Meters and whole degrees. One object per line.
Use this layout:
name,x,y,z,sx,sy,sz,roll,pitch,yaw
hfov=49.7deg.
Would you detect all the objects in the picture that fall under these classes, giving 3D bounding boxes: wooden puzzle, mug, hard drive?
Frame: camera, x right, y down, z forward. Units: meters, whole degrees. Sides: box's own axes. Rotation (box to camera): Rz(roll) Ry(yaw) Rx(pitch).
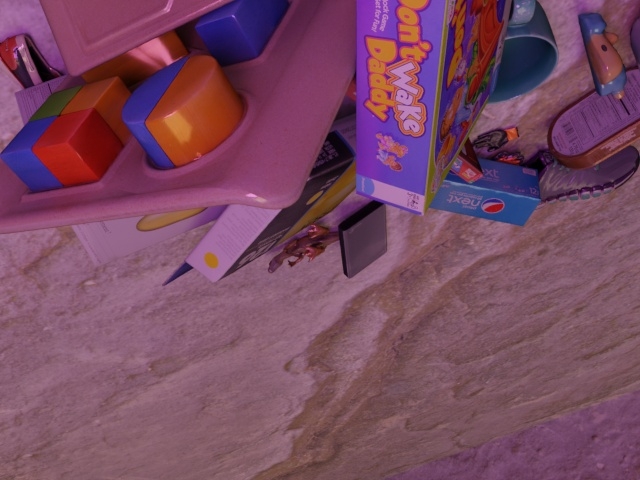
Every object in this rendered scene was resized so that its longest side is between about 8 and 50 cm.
wooden puzzle,-0.142,-0.151,0.652,0.347,0.322,0.080,-1,137,27
mug,0.228,-0.255,0.856,0.129,0.097,0.157,10,149,-33
wooden puzzle,-0.173,-0.295,0.633,0.238,0.221,0.044,-21,-178,17
hard drive,0.075,-0.003,1.210,0.094,0.022,0.135,-35,145,-20

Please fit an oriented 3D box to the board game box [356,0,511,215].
board game box,0.115,-0.226,0.638,0.078,0.233,0.347,20,144,19

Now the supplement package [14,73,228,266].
supplement package,-0.233,-0.106,0.866,0.203,0.149,0.194,-23,148,-10

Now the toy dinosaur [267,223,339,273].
toy dinosaur,0.000,0.000,1.224,0.211,0.064,0.112,-17,177,0

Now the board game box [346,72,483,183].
board game box,0.108,-0.186,0.892,0.027,0.145,0.281,-33,140,30

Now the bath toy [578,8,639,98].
bath toy,0.512,-0.298,0.871,0.348,0.151,0.129,-20,109,12

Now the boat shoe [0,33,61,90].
boat shoe,-0.339,-0.193,0.847,0.043,0.049,0.137,-20,140,10

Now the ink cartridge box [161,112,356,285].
ink cartridge box,-0.038,-0.052,0.967,0.307,0.072,0.303,-47,172,38

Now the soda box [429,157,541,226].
soda box,0.235,-0.087,1.096,0.210,0.067,0.071,11,142,-5

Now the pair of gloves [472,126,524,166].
pair of gloves,0.285,-0.141,1.105,0.074,0.010,0.083,-15,128,16

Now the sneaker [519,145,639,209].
sneaker,0.408,-0.117,1.135,0.223,0.083,0.098,-21,140,15

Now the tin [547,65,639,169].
tin,0.426,-0.181,1.023,0.189,0.106,0.040,-35,139,30
